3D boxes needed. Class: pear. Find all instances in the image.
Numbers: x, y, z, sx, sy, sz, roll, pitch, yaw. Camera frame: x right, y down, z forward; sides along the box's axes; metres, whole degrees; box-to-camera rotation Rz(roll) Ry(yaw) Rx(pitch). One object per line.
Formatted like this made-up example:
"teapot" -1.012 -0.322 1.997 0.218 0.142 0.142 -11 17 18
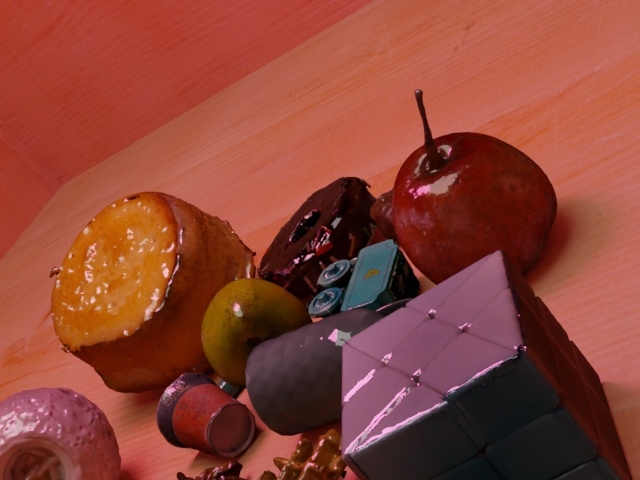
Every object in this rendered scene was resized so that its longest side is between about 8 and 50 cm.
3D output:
"pear" -0.099 0.149 1.765 0.187 0.187 0.219 -45 -4 -12

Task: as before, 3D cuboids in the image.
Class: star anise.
"star anise" -0.197 0.390 1.631 0.234 0.073 0.177 -26 15 49

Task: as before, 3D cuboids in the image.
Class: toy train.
"toy train" 0.071 0.090 1.738 0.154 0.107 0.198 -20 27 27

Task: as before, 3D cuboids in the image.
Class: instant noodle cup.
"instant noodle cup" -0.172 0.283 1.752 0.127 0.127 0.136 -48 31 -21

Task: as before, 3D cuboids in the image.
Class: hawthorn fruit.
"hawthorn fruit" 0.204 -0.041 1.615 0.231 0.263 0.235 137 150 -78

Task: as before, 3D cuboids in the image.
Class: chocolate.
"chocolate" 0.196 -0.087 1.895 0.214 0.093 0.148 -46 23 -15

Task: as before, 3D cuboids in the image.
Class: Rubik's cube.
"Rubik's cube" 0.169 0.187 1.199 0.231 0.224 0.221 -33 22 18

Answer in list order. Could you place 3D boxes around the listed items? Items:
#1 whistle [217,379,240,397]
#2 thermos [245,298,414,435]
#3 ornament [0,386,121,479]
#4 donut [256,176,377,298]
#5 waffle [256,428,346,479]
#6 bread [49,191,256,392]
"whistle" -0.170 0.265 1.878 0.186 0.039 0.039 -49 23 -25
"thermos" 0.046 0.165 1.580 0.287 0.145 0.182 -24 18 31
"ornament" -0.458 0.373 1.855 0.259 0.259 0.225 -41 5 -2
"donut" 0.000 0.000 2.002 0.270 0.103 0.269 -45 15 16
"waffle" -0.046 0.387 1.390 0.260 0.069 0.293 -38 23 12
"bread" -0.308 0.091 2.087 0.398 0.215 0.398 -20 54 29
